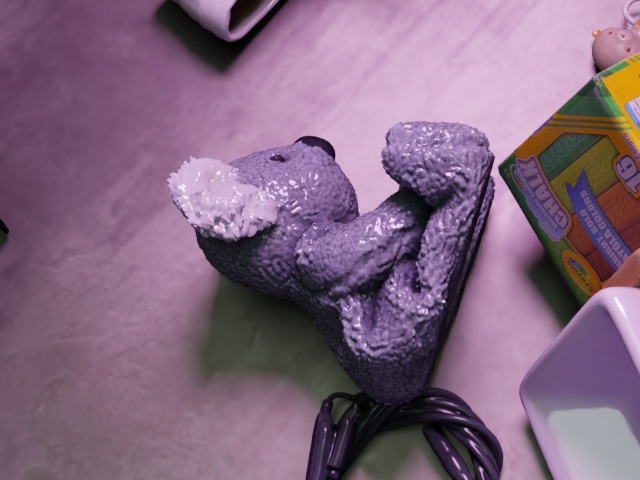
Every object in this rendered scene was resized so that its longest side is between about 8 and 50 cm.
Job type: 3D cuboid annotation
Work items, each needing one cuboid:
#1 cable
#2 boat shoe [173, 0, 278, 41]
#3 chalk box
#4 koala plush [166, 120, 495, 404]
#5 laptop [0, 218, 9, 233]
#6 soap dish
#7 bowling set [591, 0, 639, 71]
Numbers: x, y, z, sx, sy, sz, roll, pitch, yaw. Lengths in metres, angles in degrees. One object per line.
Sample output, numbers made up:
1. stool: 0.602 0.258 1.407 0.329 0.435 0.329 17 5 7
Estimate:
1. cable: 0.059 0.201 0.936 0.150 0.047 0.184 6 67 5
2. boat shoe: 0.031 -0.305 1.074 0.367 0.136 0.156 -41 69 -4
3. chalk box: 0.228 -0.045 0.904 0.132 0.213 0.132 -28 80 -23
4. koala plush: 0.000 0.000 0.942 0.221 0.196 0.203 17 83 10
5. laptop: -0.415 -0.090 1.006 0.264 0.234 0.136 -7 68 5
6. soap dish: 0.257 0.169 0.827 0.118 0.229 0.291 -17 68 -16
7. bowling set: 0.319 -0.120 0.936 0.154 0.200 0.287 -36 65 -4
